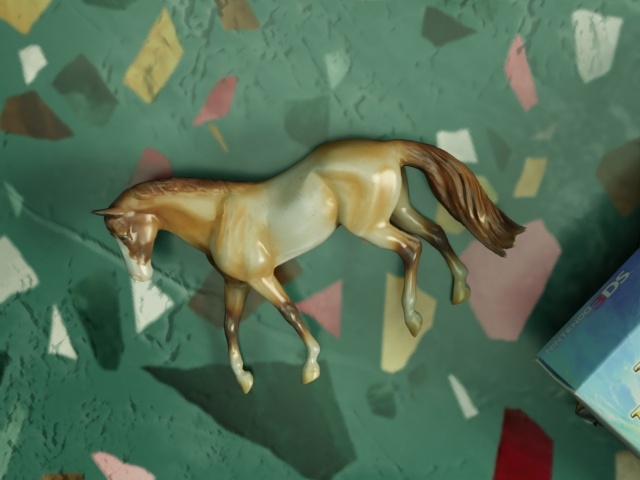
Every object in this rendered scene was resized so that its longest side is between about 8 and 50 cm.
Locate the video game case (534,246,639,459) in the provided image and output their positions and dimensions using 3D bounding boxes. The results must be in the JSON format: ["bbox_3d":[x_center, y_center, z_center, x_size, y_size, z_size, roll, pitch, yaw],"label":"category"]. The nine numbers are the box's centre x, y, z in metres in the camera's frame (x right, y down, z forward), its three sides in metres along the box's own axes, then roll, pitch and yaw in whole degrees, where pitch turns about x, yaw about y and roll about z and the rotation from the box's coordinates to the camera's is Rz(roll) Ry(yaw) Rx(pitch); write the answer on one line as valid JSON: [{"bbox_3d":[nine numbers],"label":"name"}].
[{"bbox_3d":[0.317,0.060,0.715,0.244,0.061,0.269,41,94,-22],"label":"video game case"}]

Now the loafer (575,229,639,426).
[{"bbox_3d":[0.217,0.054,0.758,0.061,0.062,0.170,5,97,5],"label":"loafer"}]

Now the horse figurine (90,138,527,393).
[{"bbox_3d":[0.000,0.000,0.750,0.263,0.066,0.174,-22,104,6],"label":"horse figurine"}]
